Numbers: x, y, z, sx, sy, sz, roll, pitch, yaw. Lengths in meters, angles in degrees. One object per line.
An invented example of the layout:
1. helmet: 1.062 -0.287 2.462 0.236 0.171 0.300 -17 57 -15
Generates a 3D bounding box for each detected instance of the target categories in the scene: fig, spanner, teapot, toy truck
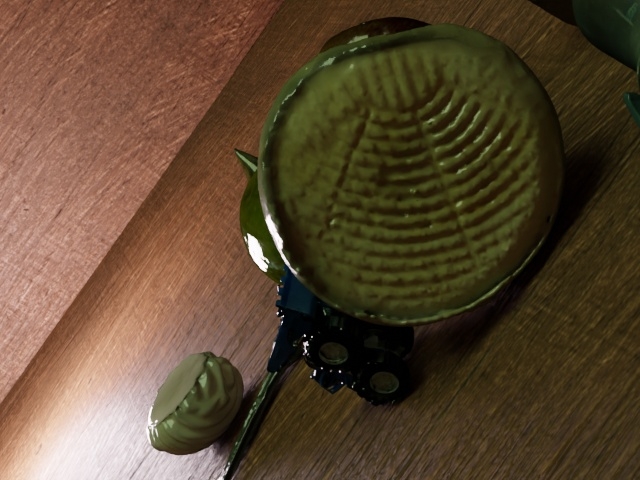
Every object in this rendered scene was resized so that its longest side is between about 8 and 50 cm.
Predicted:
1. fig: 0.001 0.010 1.777 0.233 0.233 0.314 -43 38 31
2. spanner: -0.093 0.251 1.867 0.093 0.026 0.326 -19 40 62
3. teapot: 0.376 -0.226 1.360 0.225 0.170 0.203 -97 13 -55
4. toy truck: 0.013 0.120 1.540 0.126 0.208 0.113 -42 21 32

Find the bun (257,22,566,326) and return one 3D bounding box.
1. bun: 0.105 -0.084 1.489 0.364 0.364 0.202 -52 3 8

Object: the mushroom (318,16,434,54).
1. mushroom: 0.103 -0.194 1.787 0.254 0.267 0.267 -47 18 1

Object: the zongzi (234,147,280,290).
1. zongzi: -0.085 -0.040 2.074 0.094 0.204 0.205 -47 17 55

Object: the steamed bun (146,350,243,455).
1. steamed bun: -0.191 0.263 1.963 0.183 0.106 0.183 -43 21 21

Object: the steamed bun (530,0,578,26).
1. steamed bun: 0.359 -0.424 1.621 0.301 0.251 0.199 -49 29 26
